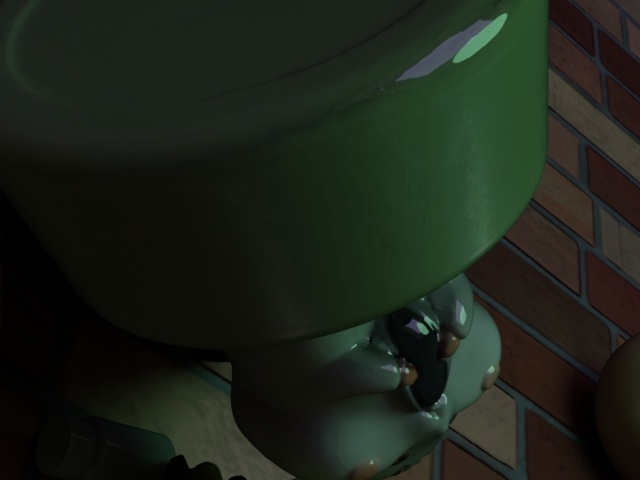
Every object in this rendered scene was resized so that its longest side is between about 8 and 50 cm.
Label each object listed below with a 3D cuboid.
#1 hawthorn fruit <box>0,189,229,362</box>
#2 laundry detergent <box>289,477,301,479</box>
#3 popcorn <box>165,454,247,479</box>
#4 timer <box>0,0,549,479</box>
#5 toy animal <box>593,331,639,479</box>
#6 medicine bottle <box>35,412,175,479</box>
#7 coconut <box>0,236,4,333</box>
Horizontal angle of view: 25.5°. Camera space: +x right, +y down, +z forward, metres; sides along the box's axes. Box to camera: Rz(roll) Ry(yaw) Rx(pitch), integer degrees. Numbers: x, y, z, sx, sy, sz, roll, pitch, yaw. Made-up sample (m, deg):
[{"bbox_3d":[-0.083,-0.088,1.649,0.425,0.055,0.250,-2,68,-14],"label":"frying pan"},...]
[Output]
[{"bbox_3d":[-0.093,-0.055,0.966,0.301,0.268,0.267,29,39,-14],"label":"hawthorn fruit"},{"bbox_3d":[0.035,0.273,0.980,0.099,0.070,0.225,19,47,-51],"label":"laundry detergent"},{"bbox_3d":[0.007,0.271,0.794,0.237,0.293,0.293,6,44,1],"label":"popcorn"},{"bbox_3d":[0.000,0.000,0.748,0.291,0.291,0.315,-71,150,-51],"label":"timer"},{"bbox_3d":[0.377,0.228,1.310,0.326,0.237,0.269,56,25,13],"label":"toy animal"},{"bbox_3d":[-0.138,0.140,0.915,0.083,0.047,0.047,21,45,-36],"label":"medicine bottle"},{"bbox_3d":[-0.275,0.012,0.706,0.245,0.233,0.233,23,43,-30],"label":"coconut"}]
